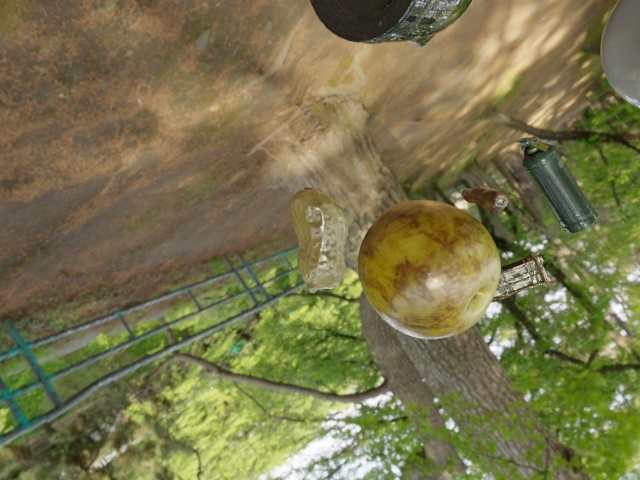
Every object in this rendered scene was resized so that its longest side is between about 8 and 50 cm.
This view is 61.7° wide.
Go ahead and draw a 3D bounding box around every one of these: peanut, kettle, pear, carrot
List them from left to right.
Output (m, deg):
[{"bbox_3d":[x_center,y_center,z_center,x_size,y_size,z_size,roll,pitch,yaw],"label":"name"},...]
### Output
[{"bbox_3d":[0.008,-0.005,1.481,0.159,0.290,0.143,-11,-169,-19],"label":"peanut"},{"bbox_3d":[0.167,-0.501,0.922,0.324,0.229,0.320,-23,131,-48],"label":"kettle"},{"bbox_3d":[0.200,0.052,1.022,0.281,0.280,0.280,-36,173,-5],"label":"pear"},{"bbox_3d":[0.263,-0.073,0.882,0.036,0.035,0.165,-37,-168,2],"label":"carrot"}]

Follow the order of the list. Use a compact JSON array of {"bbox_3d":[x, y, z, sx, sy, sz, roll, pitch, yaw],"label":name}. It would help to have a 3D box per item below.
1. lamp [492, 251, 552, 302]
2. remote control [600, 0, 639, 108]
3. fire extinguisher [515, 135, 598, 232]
[{"bbox_3d":[0.491,0.135,1.555,0.326,0.089,0.090,-25,180,16],"label":"lamp"},{"bbox_3d":[0.547,-0.338,0.751,0.104,0.221,0.331,-25,144,-49],"label":"remote control"},{"bbox_3d":[0.630,-0.163,1.455,0.114,0.311,0.095,-44,-167,-36],"label":"fire extinguisher"}]
